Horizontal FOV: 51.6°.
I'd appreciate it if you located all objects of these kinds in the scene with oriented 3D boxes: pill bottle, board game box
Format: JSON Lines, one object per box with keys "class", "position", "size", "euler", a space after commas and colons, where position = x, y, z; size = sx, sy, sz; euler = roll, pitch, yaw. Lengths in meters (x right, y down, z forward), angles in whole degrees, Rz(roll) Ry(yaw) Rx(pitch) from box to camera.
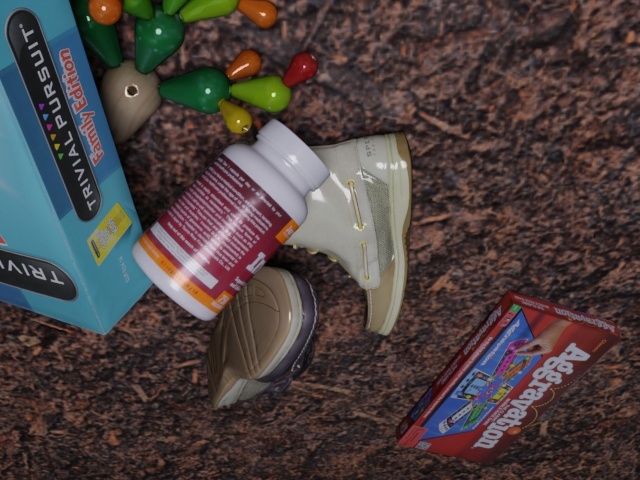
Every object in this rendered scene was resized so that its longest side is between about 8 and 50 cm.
{"class": "pill bottle", "position": [-0.066, -0.019, 0.520], "size": [0.152, 0.086, 0.086], "euler": [-47, 121, -3]}
{"class": "board game box", "position": [-0.280, -0.100, 0.479], "size": [0.253, 0.079, 0.336], "euler": [13, 133, 21]}
{"class": "board game box", "position": [0.219, 0.181, 0.815], "size": [0.145, 0.027, 0.281], "euler": [16, 128, -15]}

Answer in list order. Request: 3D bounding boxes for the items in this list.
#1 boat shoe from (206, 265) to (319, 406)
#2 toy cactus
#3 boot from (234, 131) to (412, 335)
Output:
{"class": "boat shoe", "position": [-0.051, 0.103, 0.681], "size": [0.092, 0.103, 0.285], "euler": [-2, 152, -23]}
{"class": "toy cactus", "position": [-0.130, -0.135, 0.511], "size": [0.219, 0.112, 0.180], "euler": [19, 137, -26]}
{"class": "boot", "position": [0.000, 0.000, 0.628], "size": [0.165, 0.077, 0.213], "euler": [-2, 123, 0]}
